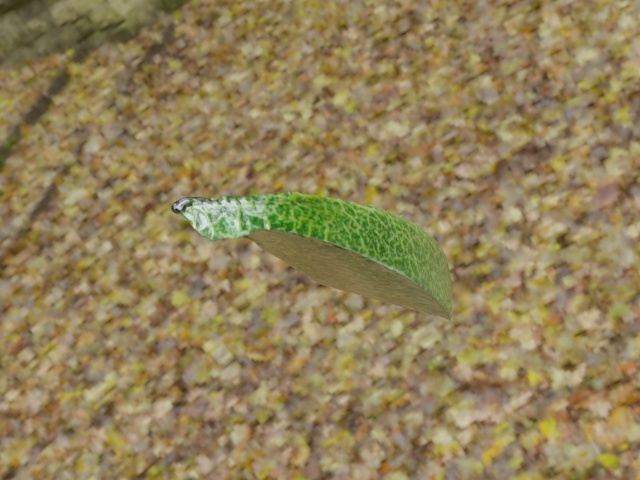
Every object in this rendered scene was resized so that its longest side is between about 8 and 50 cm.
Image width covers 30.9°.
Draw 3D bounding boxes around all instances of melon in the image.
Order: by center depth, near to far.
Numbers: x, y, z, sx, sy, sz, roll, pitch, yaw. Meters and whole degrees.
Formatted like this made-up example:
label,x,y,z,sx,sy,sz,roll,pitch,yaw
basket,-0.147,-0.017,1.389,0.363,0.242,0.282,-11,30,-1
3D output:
label,x,y,z,sx,sy,sz,roll,pitch,yaw
melon,-0.001,0.001,0.713,0.114,0.262,0.053,4,80,31
